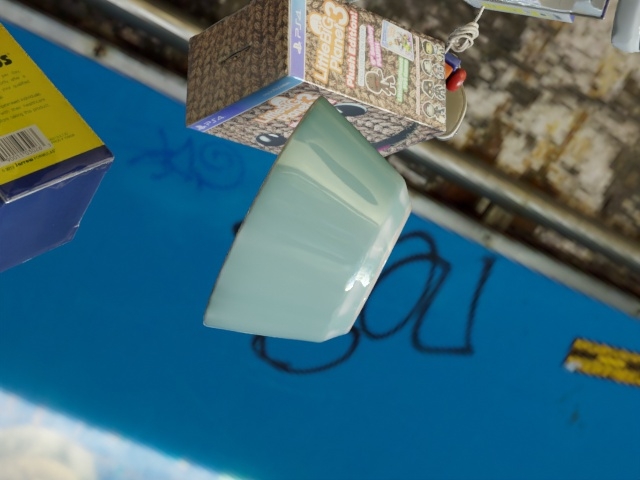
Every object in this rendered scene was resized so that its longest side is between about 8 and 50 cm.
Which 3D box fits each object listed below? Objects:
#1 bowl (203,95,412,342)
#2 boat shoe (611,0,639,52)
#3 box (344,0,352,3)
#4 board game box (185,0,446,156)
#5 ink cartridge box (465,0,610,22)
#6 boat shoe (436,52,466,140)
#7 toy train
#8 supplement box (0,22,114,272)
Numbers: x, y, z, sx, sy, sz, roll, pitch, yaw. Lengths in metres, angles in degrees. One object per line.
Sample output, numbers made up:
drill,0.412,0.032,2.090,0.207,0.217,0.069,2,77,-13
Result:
bowl,0.000,0.000,1.430,0.163,0.311,0.311,28,-161,1
boat shoe,0.413,-0.341,1.221,0.119,0.335,0.121,27,-169,14
box,0.058,-0.465,1.767,0.182,0.119,0.181,60,-159,-7
board game box,-0.005,-0.220,1.665,0.291,0.232,0.141,14,-112,-37
ink cartridge box,0.443,-0.562,2.186,0.307,0.303,0.072,20,-179,34
boat shoe,0.238,-0.258,2.211,0.075,0.065,0.206,-3,-126,11
toy train,0.176,-0.262,1.901,0.105,0.248,0.143,33,-141,-5
supplement box,-0.489,-0.153,1.628,0.356,0.194,0.195,49,-137,11
